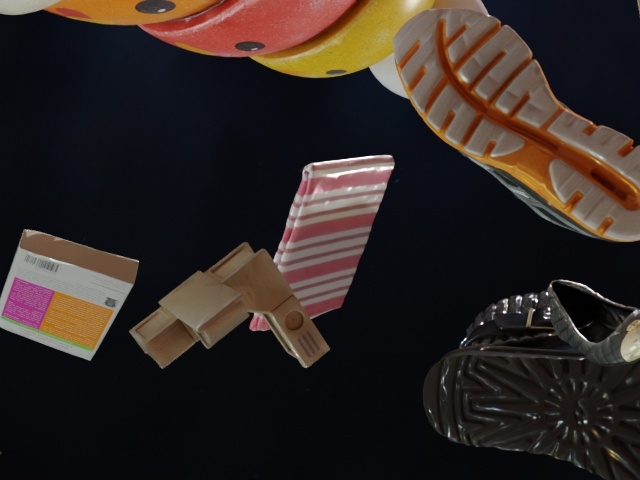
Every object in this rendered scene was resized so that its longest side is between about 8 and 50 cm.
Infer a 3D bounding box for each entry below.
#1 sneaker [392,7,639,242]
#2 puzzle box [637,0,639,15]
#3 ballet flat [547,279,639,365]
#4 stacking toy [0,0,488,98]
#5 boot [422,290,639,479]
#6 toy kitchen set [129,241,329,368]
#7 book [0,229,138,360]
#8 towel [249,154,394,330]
[{"bbox_3d":[0.132,-0.070,0.714,0.215,0.083,0.084,44,-92,9],"label":"sneaker"},{"bbox_3d":[0.378,-0.191,1.123,0.052,0.409,0.272,-14,-118,17],"label":"puzzle box"},{"bbox_3d":[0.232,0.068,0.889,0.057,0.173,0.049,-35,-79,-8],"label":"ballet flat"},{"bbox_3d":[-0.010,-0.244,0.852,0.480,0.351,0.350,27,-110,-39],"label":"stacking toy"},{"bbox_3d":[0.302,0.148,1.161,0.348,0.260,0.131,10,-77,23],"label":"boot"},{"bbox_3d":[-0.044,0.057,0.582,0.083,0.068,0.075,-38,-69,-15],"label":"toy kitchen set"},{"bbox_3d":[-0.222,0.048,0.912,0.096,0.144,0.035,19,-125,-16],"label":"book"},{"bbox_3d":[0.000,0.000,1.116,0.029,0.197,0.144,32,-156,28],"label":"towel"}]
